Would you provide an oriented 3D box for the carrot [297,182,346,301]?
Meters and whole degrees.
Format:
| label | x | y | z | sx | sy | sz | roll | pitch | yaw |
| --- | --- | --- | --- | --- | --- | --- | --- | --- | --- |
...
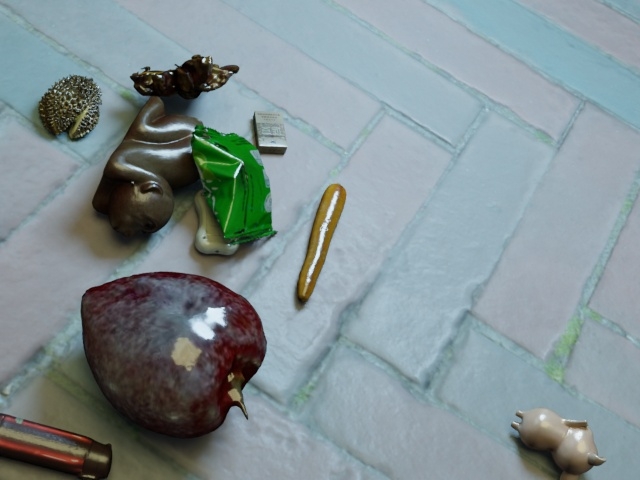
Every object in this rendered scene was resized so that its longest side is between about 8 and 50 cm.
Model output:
| label | x | y | z | sx | sy | sz | roll | pitch | yaw |
| --- | --- | --- | --- | --- | --- | --- | --- | --- | --- |
| carrot | 0.000 | 0.000 | 1.564 | 0.043 | 0.043 | 0.247 | 20 | 55 | -3 |

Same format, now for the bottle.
| label | x | y | z | sx | sy | sz | roll | pitch | yaw |
| --- | --- | --- | --- | --- | --- | --- | --- | --- | --- |
| bottle | -0.363 | 0.283 | 1.255 | 0.164 | 0.060 | 0.060 | 16 | 54 | -6 |

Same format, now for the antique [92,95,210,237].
| label | x | y | z | sx | sy | sz | roll | pitch | yaw |
| --- | --- | --- | --- | --- | --- | --- | --- | --- | --- |
| antique | -0.270 | -0.113 | 1.517 | 0.143 | 0.121 | 0.257 | 30 | 46 | -7 |

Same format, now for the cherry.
| label | x | y | z | sx | sy | sz | roll | pitch | yaw |
| --- | --- | --- | --- | --- | --- | --- | --- | --- | --- |
| cherry | -0.208 | 0.151 | 1.301 | 0.300 | 0.203 | 0.230 | 28 | 60 | 13 |

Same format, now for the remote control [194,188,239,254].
| label | x | y | z | sx | sy | sz | roll | pitch | yaw |
| --- | --- | --- | --- | --- | --- | --- | --- | --- | --- |
| remote control | -0.173 | -0.031 | 1.538 | 0.074 | 0.032 | 0.122 | 5 | 55 | -15 |

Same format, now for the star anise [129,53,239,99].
| label | x | y | z | sx | sy | sz | roll | pitch | yaw |
| --- | --- | --- | --- | --- | --- | --- | --- | --- | --- |
| star anise | -0.218 | -0.289 | 1.633 | 0.234 | 0.177 | 0.073 | -19 | 104 | -25 |

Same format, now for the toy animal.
| label | x | y | z | sx | sy | sz | roll | pitch | yaw |
| --- | --- | --- | --- | --- | --- | --- | --- | --- | --- |
| toy animal | 0.367 | 0.313 | 1.441 | 0.150 | 0.083 | 0.089 | 32 | 66 | 20 |

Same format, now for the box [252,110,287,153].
| label | x | y | z | sx | sy | sz | roll | pitch | yaw |
| --- | --- | --- | --- | --- | --- | --- | --- | --- | --- |
| box | -0.092 | -0.196 | 1.679 | 0.053 | 0.024 | 0.083 | 0 | 56 | -17 |

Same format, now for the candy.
| label | x | y | z | sx | sy | sz | roll | pitch | yaw |
| --- | --- | --- | --- | --- | --- | --- | --- | --- | --- |
| candy | -0.138 | -0.095 | 1.517 | 0.141 | 0.078 | 0.203 | -16 | 83 | -46 |

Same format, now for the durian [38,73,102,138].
| label | x | y | z | sx | sy | sz | roll | pitch | yaw |
| --- | --- | --- | --- | --- | --- | --- | --- | --- | --- |
| durian | -0.418 | -0.244 | 1.587 | 0.110 | 0.071 | 0.140 | 27 | 49 | 2 |
